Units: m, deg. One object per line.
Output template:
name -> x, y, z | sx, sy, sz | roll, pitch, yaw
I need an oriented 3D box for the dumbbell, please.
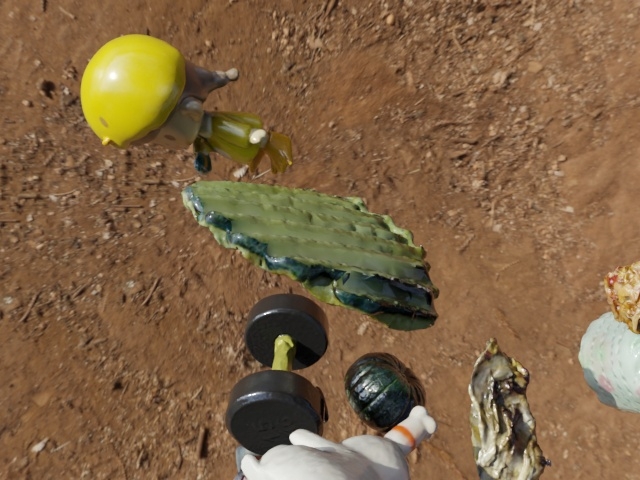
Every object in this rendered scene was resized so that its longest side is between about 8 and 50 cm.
dumbbell -> -0.086, 0.288, 1.341 | 0.203, 0.322, 0.204 | 2, 125, 2

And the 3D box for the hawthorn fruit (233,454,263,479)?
hawthorn fruit -> -0.094, 0.585, 1.345 | 0.251, 0.189, 0.189 | 18, 92, -14

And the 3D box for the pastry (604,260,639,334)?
pastry -> 0.335, 0.059, 0.519 | 0.169, 0.087, 0.063 | 3, 60, 10

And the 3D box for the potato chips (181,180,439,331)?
potato chips -> 0.000, 0.000, 0.952 | 0.429, 0.358, 0.070 | 9, 119, -33

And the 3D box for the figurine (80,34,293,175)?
figurine -> -0.221, -0.203, 1.006 | 0.343, 0.215, 0.187 | 20, 68, -37

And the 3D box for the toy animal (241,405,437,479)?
toy animal -> 0.034, 0.289, 0.713 | 0.138, 0.282, 0.140 | -14, 82, 33

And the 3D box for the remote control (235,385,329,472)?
remote control -> -0.116, 0.546, 1.699 | 0.044, 0.107, 0.377 | 17, 130, -40

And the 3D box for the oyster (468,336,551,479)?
oyster -> 0.279, 0.331, 0.911 | 0.111, 0.204, 0.396 | -9, 93, 8

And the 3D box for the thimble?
thimble -> 0.582, 0.210, 1.065 | 0.211, 0.149, 0.185 | -14, 86, -21

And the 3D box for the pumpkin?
pumpkin -> 0.167, 0.391, 1.556 | 0.220, 0.220, 0.162 | 40, 110, -8
